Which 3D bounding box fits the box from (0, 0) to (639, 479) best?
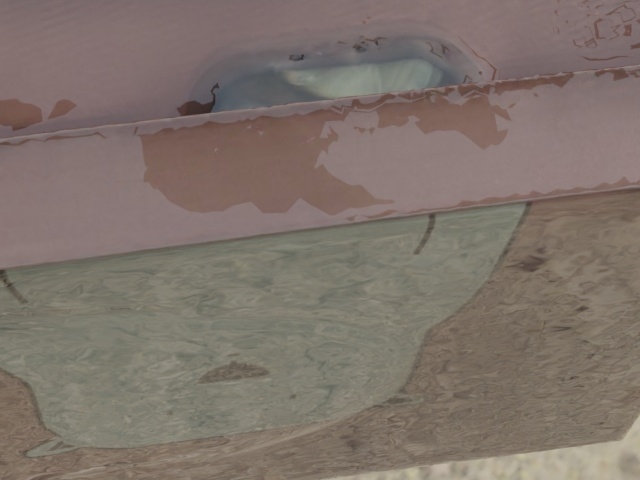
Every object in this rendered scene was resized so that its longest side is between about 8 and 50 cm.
[{"bbox_3d":[0.000,0.000,0.492,0.215,0.215,0.086,-7,68,-6],"label":"box"}]
